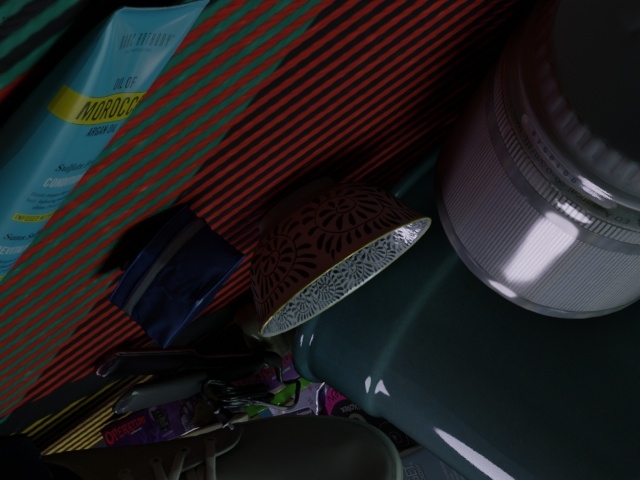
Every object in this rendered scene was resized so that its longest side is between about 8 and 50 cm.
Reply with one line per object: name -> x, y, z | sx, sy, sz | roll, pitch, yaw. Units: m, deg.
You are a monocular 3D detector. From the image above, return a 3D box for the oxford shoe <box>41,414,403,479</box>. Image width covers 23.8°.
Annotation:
oxford shoe -> -0.141, 0.263, 1.496 | 0.449, 0.169, 0.130 | -8, 161, 4

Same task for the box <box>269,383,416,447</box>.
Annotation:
box -> 0.064, 0.187, 1.952 | 0.163, 0.142, 0.247 | -32, -176, -38

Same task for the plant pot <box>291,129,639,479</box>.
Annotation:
plant pot -> 0.207, 0.106, 1.433 | 0.341, 0.334, 0.341 | -41, 158, -20

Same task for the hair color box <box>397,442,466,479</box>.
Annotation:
hair color box -> 0.149, 0.291, 1.897 | 0.374, 0.114, 0.185 | -25, -179, -5

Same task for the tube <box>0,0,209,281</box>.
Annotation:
tube -> -0.136, -0.043, 0.742 | 0.207, 0.052, 0.080 | -46, 175, 24

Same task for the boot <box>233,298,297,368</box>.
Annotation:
boot -> -0.003, 0.069, 1.563 | 0.165, 0.077, 0.213 | -35, 163, -2

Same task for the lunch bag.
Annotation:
lunch bag -> -0.107, 0.025, 1.078 | 0.067, 0.065, 0.098 | -46, 178, -39

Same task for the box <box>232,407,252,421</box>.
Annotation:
box -> -0.143, 0.231, 1.795 | 0.102, 0.101, 0.087 | -23, 165, -48

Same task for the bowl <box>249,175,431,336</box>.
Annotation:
bowl -> 0.000, 0.000, 1.251 | 0.170, 0.080, 0.170 | -34, 170, -7

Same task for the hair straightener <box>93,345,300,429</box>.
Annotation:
hair straightener -> -0.100, 0.142, 1.405 | 0.230, 0.089, 0.047 | 5, 139, -48

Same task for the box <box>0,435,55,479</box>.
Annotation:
box -> -0.342, 0.400, 1.355 | 0.343, 0.312, 0.179 | -36, 169, 7

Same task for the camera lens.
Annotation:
camera lens -> 0.223, -0.076, 1.199 | 0.219, 0.219, 0.274 | -30, 167, -23

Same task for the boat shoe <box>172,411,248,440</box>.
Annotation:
boat shoe -> -0.144, 0.240, 1.663 | 0.170, 0.059, 0.063 | -26, 178, 20

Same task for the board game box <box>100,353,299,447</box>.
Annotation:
board game box -> -0.059, 0.143, 1.706 | 0.208, 0.056, 0.346 | -22, -179, 42

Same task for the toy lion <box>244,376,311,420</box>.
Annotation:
toy lion -> -0.045, 0.180, 1.836 | 0.100, 0.034, 0.096 | -27, -175, 36
